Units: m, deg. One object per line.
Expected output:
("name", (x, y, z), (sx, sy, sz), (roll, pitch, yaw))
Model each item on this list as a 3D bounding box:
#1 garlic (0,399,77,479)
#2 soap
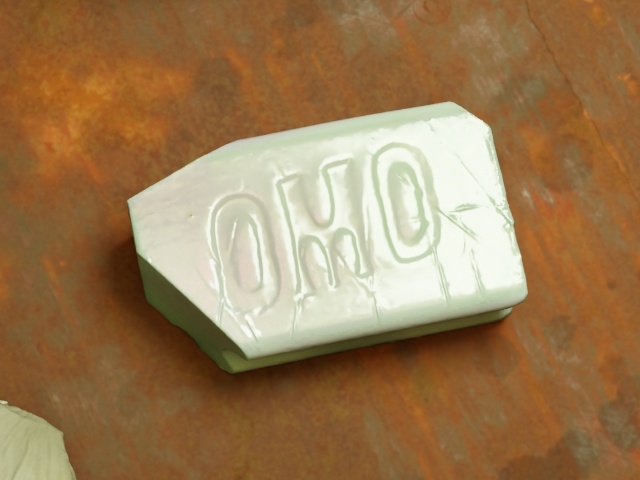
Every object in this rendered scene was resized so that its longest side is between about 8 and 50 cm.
("garlic", (-0.325, 0.221, 1.534), (0.229, 0.143, 0.178), (26, 79, 11))
("soap", (0.000, 0.000, 1.611), (0.347, 0.115, 0.208), (-11, 78, -5))
